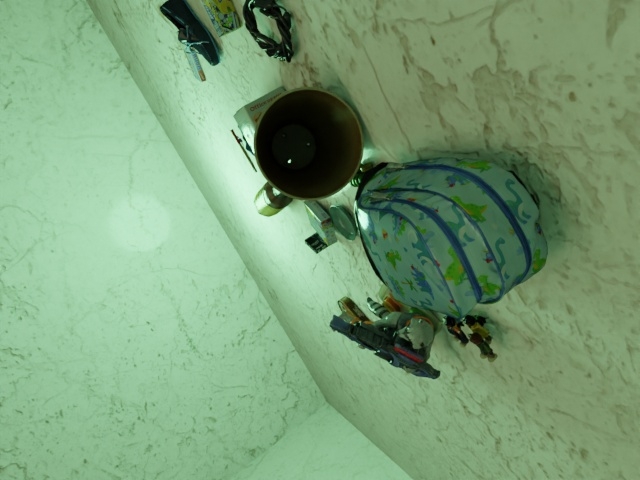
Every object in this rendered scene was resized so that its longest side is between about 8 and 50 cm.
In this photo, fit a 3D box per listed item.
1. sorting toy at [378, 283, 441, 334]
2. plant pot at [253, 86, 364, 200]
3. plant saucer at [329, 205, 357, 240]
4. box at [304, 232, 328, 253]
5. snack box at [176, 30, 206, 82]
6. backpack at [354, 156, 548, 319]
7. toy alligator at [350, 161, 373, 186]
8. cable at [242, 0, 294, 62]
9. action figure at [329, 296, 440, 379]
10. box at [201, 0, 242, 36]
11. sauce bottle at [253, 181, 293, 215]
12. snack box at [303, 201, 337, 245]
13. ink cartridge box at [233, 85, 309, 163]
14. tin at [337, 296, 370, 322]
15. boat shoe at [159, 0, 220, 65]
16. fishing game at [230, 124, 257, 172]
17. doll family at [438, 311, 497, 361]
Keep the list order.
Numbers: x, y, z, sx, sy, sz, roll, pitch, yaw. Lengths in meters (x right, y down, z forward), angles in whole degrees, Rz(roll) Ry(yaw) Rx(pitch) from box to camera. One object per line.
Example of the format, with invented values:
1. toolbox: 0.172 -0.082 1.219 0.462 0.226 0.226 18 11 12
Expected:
1. sorting toy: 0.241 0.197 1.343 0.208 0.038 0.193 51 161 17
2. plant pot: -0.045 -0.221 1.123 0.237 0.237 0.254 61 175 -13
3. plant saucer: 0.071 -0.054 1.379 0.119 0.021 0.119 49 160 24
4. box: 0.000 0.000 1.551 0.067 0.083 0.018 43 158 38
5. snack box: -0.467 -0.665 1.718 0.064 0.022 0.178 38 154 42
6. backpack: 0.206 -0.005 0.816 0.356 0.273 0.290 -2 113 55
7. toy alligator: 0.109 -0.143 1.083 0.056 0.051 0.190 62 161 -17
8. cable: -0.118 -0.493 1.100 0.184 0.047 0.150 37 158 40
9. action figure: 0.165 0.226 1.272 0.341 0.178 0.330 33 162 -23
10. box: -0.272 -0.624 1.230 0.054 0.059 0.168 21 141 59
11. sauce bottle: -0.150 -0.159 1.631 0.111 0.111 0.344 58 160 -4
12. snack box: -0.001 -0.060 1.496 0.141 0.037 0.100 51 165 50
13. ink cartridge box: -0.132 -0.306 1.301 0.176 0.128 0.127 60 162 -13
14. tin: 0.135 0.289 1.774 0.189 0.040 0.106 48 156 25
15. boat shoe: -0.414 -0.648 1.504 0.258 0.089 0.109 53 162 12
16. fishing game: -0.184 -0.291 1.435 0.189 0.041 0.264 61 -163 -13
17. doll family: 0.319 0.189 1.067 0.111 0.076 0.193 45 166 -35
